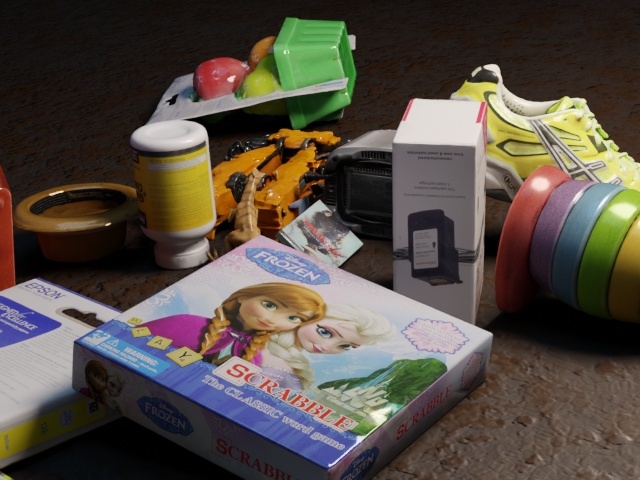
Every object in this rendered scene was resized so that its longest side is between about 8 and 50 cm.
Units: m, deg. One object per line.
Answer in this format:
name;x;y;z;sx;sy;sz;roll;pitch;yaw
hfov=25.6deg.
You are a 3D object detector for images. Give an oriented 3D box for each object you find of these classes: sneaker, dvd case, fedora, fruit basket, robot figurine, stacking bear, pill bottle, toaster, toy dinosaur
sneaker;0.331;-0.094;1.803;0.385;0.147;0.145;23;24;0
dvd case;0.000;0.000;1.849;0.087;0.013;0.119;46;36;4
fedora;-0.328;-0.020;1.940;0.194;0.079;0.194;-2;21;1
fruit basket;-0.113;-0.269;2.477;0.353;0.165;0.327;-17;20;11
robot figurine;-0.065;-0.087;2.052;0.211;0.085;0.291;6;25;23
stacking bear;0.363;0.029;1.600;0.289;0.164;0.175;21;54;29
pill bottle;-0.193;-0.060;1.873;0.103;0.184;0.103;-4;22;1
toaster;0.105;-0.081;1.953;0.227;0.129;0.146;7;21;22
toy dinosaur;-0.097;0.003;1.843;0.064;0.112;0.211;8;57;-29

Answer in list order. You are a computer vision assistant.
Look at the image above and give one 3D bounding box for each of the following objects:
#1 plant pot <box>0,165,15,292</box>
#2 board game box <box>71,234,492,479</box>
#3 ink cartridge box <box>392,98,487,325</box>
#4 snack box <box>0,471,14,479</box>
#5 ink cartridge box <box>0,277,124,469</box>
plant pot;-0.521;-0.015;1.759;0.267;0.267;0.236;-20;40;-35
board game box;-0.034;0.125;1.473;0.319;0.066;0.318;22;32;27
ink cartridge box;0.143;-0.030;1.675;0.100;0.237;0.172;3;23;10
snack box;-0.241;0.266;1.136;0.037;0.141;0.100;-22;28;-39
ink cartridge box;-0.354;0.144;1.559;0.307;0.072;0.304;-17;24;-41
